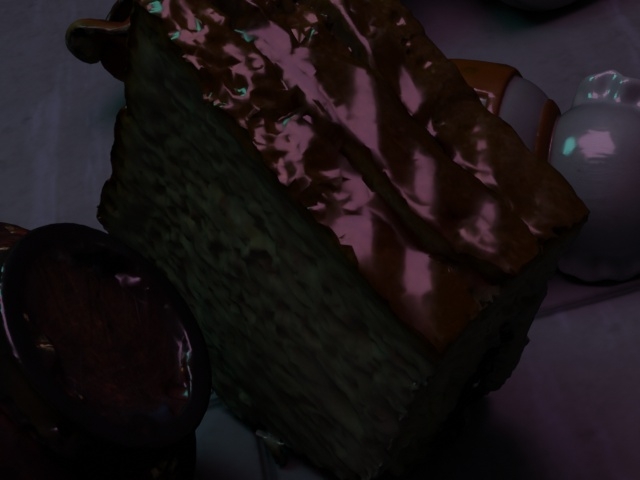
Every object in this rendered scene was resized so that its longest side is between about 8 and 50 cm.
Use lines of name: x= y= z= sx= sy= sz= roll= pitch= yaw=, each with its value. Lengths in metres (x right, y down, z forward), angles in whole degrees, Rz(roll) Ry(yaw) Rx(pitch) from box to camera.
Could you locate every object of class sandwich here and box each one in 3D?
sandwich: x=-0.001 y=0.000 z=1.008 sx=0.131 sy=0.325 sz=0.262 roll=-34 pitch=72 yaw=-25

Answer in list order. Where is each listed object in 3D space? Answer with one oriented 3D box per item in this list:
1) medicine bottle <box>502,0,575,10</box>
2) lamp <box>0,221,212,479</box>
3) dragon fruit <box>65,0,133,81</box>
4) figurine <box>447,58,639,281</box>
medicine bottle: x=0.148 y=-0.293 z=1.509 sx=0.131 sy=0.131 sz=0.250 roll=-23 pitch=34 yaw=-9
lamp: x=-0.180 y=0.105 z=0.992 sx=0.247 sy=0.247 sz=0.247 roll=-11 pitch=33 yaw=8
dragon fruit: x=-0.061 y=-0.261 z=1.472 sx=0.227 sy=0.307 sz=0.243 roll=41 pitch=32 yaw=9
figurine: x=0.142 y=-0.045 z=1.145 sx=0.271 sy=0.143 sz=0.143 roll=7 pitch=40 yaw=34
